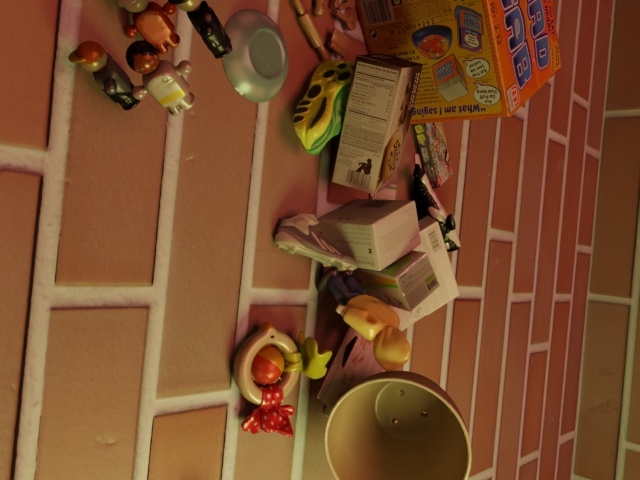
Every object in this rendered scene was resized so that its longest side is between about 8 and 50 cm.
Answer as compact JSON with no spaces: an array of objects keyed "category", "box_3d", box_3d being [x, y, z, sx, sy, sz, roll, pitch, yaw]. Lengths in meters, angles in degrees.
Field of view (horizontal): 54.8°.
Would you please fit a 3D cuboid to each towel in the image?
[{"category":"towel","box_3d":[0.172,-0.082,1.682,0.113,0.023,0.152,2,92,-48]}]

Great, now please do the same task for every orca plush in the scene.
[{"category":"orca plush","box_3d":[0.306,-0.072,1.779,0.102,0.151,0.287,-32,125,-7]}]

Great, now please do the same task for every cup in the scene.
[{"category":"cup","box_3d":[0.195,0.448,1.480,0.237,0.330,0.331,-27,116,-73]}]

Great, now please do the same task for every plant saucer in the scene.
[{"category":"plant saucer","box_3d":[-0.124,-0.393,1.310,0.195,0.037,0.195,-7,100,-48]}]

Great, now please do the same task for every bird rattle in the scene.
[{"category":"bird rattle","box_3d":[-0.110,0.297,1.364,0.253,0.143,0.207,-50,117,-16]}]

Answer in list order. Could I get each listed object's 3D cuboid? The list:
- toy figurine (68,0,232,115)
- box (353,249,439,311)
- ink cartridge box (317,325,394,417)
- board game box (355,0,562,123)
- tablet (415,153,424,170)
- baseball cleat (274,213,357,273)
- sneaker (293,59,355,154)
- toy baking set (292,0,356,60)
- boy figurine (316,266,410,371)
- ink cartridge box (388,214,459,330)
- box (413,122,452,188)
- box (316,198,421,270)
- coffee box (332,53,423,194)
[{"category":"toy figurine","box_3d":[-0.278,-0.325,1.014,0.210,0.213,0.148,-61,145,-19]},{"category":"box","box_3d":[0.178,0.089,1.549,0.114,0.203,0.103,-36,114,-24]},{"category":"ink cartridge box","box_3d":[0.095,0.326,1.602,0.261,0.066,0.296,50,57,-38]},{"category":"board game box","box_3d":[0.368,-0.541,1.608,0.356,0.356,0.356,-41,123,-38]},{"category":"tablet","box_3d":[0.296,-0.215,1.822,0.054,0.006,0.083,-13,104,-47]},{"category":"baseball cleat","box_3d":[0.000,0.000,1.413,0.205,0.072,0.110,20,72,-19]},{"category":"sneaker","box_3d":[0.017,-0.319,1.447,0.296,0.109,0.124,-59,160,-32]},{"category":"toy baking set","box_3d":[0.005,-0.557,1.450,0.256,0.030,0.197,52,54,-38]},{"category":"boy figurine","box_3d":[0.117,0.182,1.458,0.177,0.285,0.092,2,131,-51]},{"category":"ink cartridge box","box_3d":[0.261,0.103,1.762,0.238,0.060,0.275,-30,121,-12]},{"category":"box","box_3d":[0.336,-0.270,1.832,0.114,0.036,0.207,-43,124,-43]},{"category":"box","box_3d":[0.118,-0.019,1.508,0.182,0.180,0.119,-29,114,-43]},{"category":"coffee box","box_3d":[0.135,-0.279,1.460,0.168,0.118,0.297,-34,139,-60]}]
